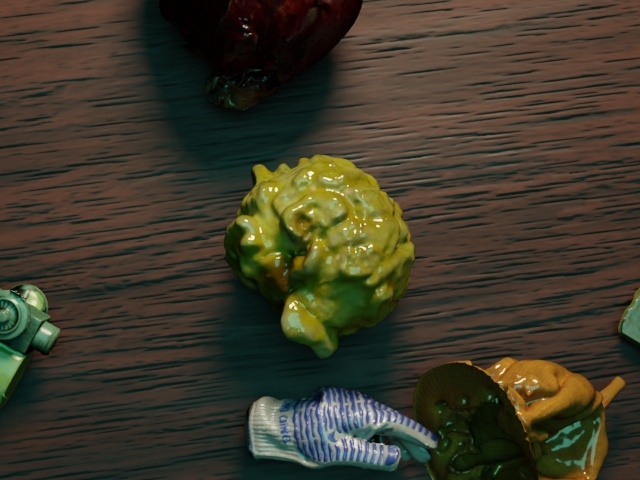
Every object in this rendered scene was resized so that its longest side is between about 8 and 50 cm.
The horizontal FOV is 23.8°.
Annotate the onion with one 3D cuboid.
[{"bbox_3d":[-0.087,-0.314,1.795,0.281,0.281,0.221,54,39,4],"label":"onion"}]

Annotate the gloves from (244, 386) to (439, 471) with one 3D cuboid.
[{"bbox_3d":[0.025,0.224,1.771,0.229,0.119,0.097,7,124,3],"label":"gloves"}]

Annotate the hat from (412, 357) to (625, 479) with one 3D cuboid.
[{"bbox_3d":[0.265,0.197,1.761,0.233,0.233,0.244,-21,126,-26],"label":"hat"}]

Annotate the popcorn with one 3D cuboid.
[{"bbox_3d":[-0.006,0.010,1.765,0.235,0.181,0.217,31,83,9],"label":"popcorn"}]

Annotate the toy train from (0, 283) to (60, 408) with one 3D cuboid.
[{"bbox_3d":[-0.437,0.093,1.773,0.253,0.105,0.157,29,95,0],"label":"toy train"}]

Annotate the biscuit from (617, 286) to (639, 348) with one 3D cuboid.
[{"bbox_3d":[0.516,0.157,1.853,0.322,0.038,0.099,32,84,0],"label":"biscuit"}]
